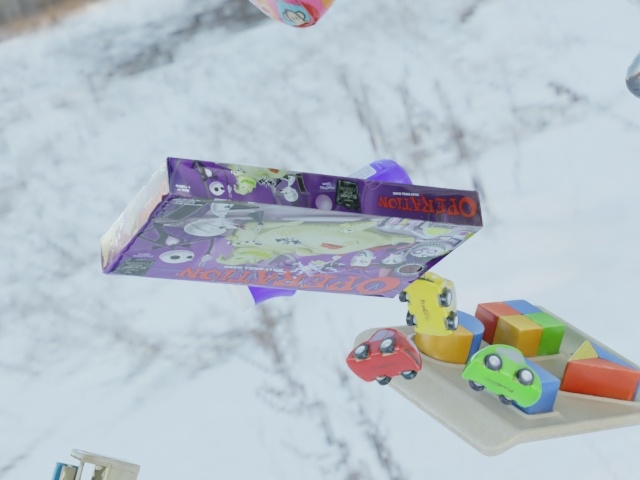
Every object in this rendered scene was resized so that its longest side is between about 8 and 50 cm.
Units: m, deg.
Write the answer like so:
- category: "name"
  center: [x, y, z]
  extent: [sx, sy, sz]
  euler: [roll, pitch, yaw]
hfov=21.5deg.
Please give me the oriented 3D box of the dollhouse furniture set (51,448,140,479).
- category: "dollhouse furniture set"
  center: [-0.268, 0.341, 1.988]
  extent: [0.129, 0.184, 0.129]
  euler: [17, -4, -29]

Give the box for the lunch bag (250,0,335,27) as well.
- category: "lunch bag"
  center: [-0.088, -0.377, 1.904]
  extent: [0.120, 0.258, 0.293]
  euler: [-42, 26, -3]

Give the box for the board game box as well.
- category: "board game box"
  center: [-0.031, -0.008, 1.748]
  extent: [0.347, 0.056, 0.208]
  euler: [5, -21, -25]

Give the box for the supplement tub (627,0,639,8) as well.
- category: "supplement tub"
  center: [0.318, -0.355, 1.505]
  extent: [0.235, 0.325, 0.235]
  euler: [-36, 2, 1]

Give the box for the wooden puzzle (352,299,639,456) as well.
- category: "wooden puzzle"
  center: [0.270, 0.166, 2.313]
  extent: [0.348, 0.080, 0.322]
  euler: [-8, 28, -36]

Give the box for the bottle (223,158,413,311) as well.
- category: "bottle"
  center: [0.000, 0.000, 2.264]
  extent: [0.283, 0.118, 0.092]
  euler: [-30, 32, -10]

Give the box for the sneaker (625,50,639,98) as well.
- category: "sneaker"
  center: [0.425, -0.228, 2.059]
  extent: [0.098, 0.083, 0.223]
  euler: [-13, -9, -31]

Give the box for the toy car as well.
- category: "toy car"
  center: [0.168, 0.132, 2.055]
  extent: [0.239, 0.225, 0.053]
  euler: [-59, 6, 52]
